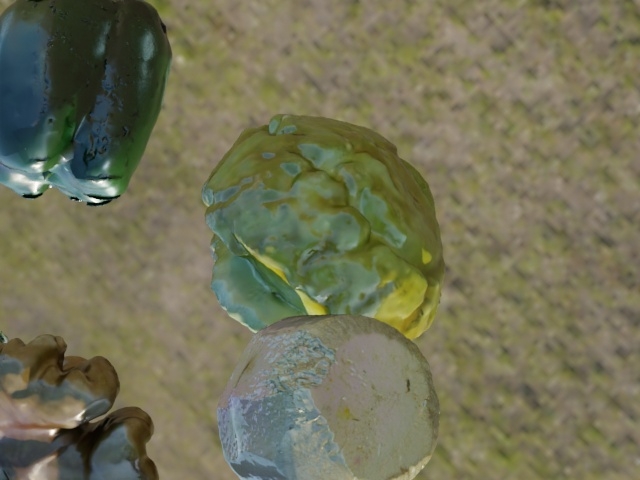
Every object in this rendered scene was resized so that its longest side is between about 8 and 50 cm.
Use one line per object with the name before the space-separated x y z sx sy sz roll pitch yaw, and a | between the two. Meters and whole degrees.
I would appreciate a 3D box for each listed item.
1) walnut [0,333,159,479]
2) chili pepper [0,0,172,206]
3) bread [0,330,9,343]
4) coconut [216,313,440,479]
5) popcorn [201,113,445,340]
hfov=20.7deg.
walnut | -0.169 0.121 1.043 0.170 0.069 0.143 -29 104 33
chili pepper | -0.310 -0.177 2.194 0.233 0.257 0.248 7 162 -3
bread | -0.389 0.131 1.592 0.228 0.228 0.033 102 148 -65
coconut | 0.001 0.101 1.053 0.116 0.116 0.122 52 153 -13
popcorn | 0.000 0.000 1.339 0.204 0.183 0.221 53 -177 -3
